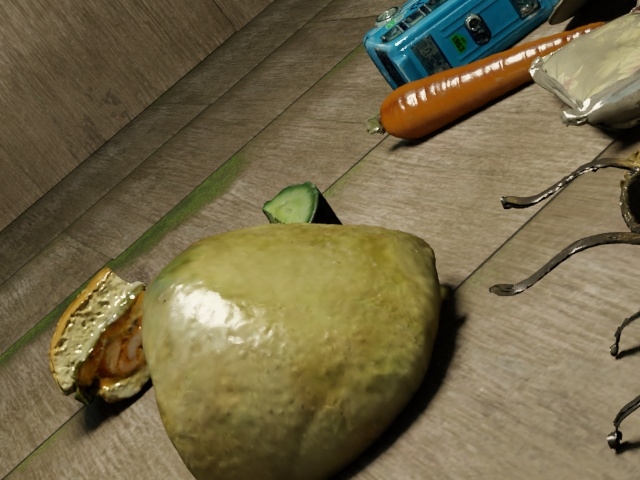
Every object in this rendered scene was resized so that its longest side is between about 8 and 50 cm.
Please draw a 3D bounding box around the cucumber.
[{"bbox_3d":[0.000,0.000,1.368,0.062,0.115,0.116,-41,27,-9],"label":"cucumber"}]

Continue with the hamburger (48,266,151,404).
[{"bbox_3d":[-0.267,0.110,1.566,0.155,0.135,0.208,-39,16,-7],"label":"hamburger"}]

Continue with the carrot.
[{"bbox_3d":[0.194,-0.187,1.530,0.336,0.069,0.069,-19,26,31],"label":"carrot"}]

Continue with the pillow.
[{"bbox_3d":[0.302,-0.173,1.278,0.169,0.059,0.255,-35,17,10],"label":"pillow"}]

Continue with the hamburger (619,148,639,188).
[{"bbox_3d":[0.323,-0.079,0.985,0.176,0.087,0.102,-36,4,34],"label":"hamburger"}]

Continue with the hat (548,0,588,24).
[{"bbox_3d":[0.384,-0.327,1.486,0.214,0.149,0.244,-54,-14,-19],"label":"hat"}]

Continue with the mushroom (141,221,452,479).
[{"bbox_3d":[-0.020,0.060,1.133,0.217,0.212,0.292,-39,10,24],"label":"mushroom"}]

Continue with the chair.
[{"bbox_3d":[0.239,0.016,0.818,0.213,0.149,0.174,-25,20,24],"label":"chair"}]

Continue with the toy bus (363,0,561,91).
[{"bbox_3d":[0.185,-0.287,1.685,0.246,0.113,0.134,-36,24,3],"label":"toy bus"}]
